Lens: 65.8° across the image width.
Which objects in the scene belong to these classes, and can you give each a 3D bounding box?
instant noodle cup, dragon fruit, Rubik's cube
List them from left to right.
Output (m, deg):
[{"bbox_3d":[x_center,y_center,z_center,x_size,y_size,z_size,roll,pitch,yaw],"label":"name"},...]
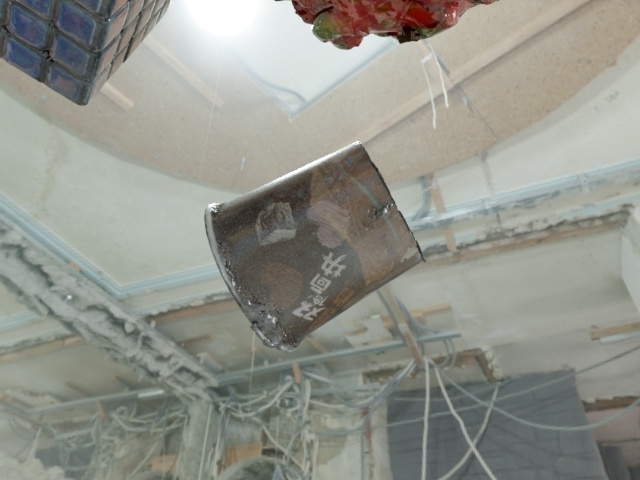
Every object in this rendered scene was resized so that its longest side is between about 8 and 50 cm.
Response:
[{"bbox_3d":[-0.275,-0.336,0.510,0.237,0.238,0.237,33,-41,-19],"label":"Rubik's cube"},{"bbox_3d":[0.000,0.000,0.617,0.207,0.217,0.217,-29,-46,6],"label":"instant noodle cup"},{"bbox_3d":[0.082,-0.365,0.628,0.303,0.231,0.237,13,-17,15],"label":"dragon fruit"}]
